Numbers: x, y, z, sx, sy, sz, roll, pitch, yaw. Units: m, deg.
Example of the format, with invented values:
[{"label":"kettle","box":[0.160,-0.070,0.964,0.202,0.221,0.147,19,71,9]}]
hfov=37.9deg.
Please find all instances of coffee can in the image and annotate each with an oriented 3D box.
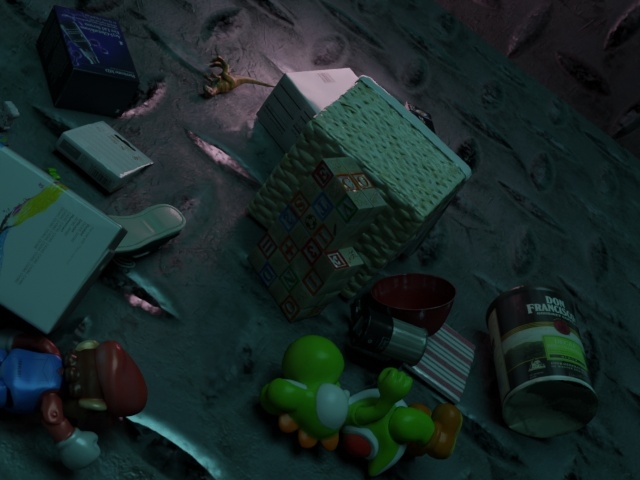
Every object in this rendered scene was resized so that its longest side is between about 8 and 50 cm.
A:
[{"label":"coffee can","box":[0.481,0.263,2.047,0.202,0.201,0.275,24,38,-21]}]

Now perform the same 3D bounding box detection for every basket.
[{"label":"basket","box":[0.080,-0.104,1.989,0.331,0.328,0.266,41,39,2]}]

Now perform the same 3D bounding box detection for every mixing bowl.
[{"label":"mixing bowl","box":[0.196,0.149,1.976,0.182,0.098,0.181,-1,22,0]}]

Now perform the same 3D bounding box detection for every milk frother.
[{"label":"milk frother","box":[0.127,0.181,1.880,0.135,0.129,0.143,22,45,-17]}]

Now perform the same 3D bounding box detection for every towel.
[{"label":"towel","box":[0.258,0.252,2.011,0.144,0.029,0.197,36,38,-4]}]

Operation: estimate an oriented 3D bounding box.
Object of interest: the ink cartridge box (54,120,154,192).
[{"label":"ink cartridge box","box":[-0.429,-0.171,1.859,0.145,0.045,0.179,39,17,0]}]

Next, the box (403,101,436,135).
[{"label":"box","box":[0.206,-0.233,2.346,0.078,0.180,0.147,25,28,-17]}]

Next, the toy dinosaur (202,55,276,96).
[{"label":"toy dinosaur","box":[-0.222,-0.391,2.268,0.212,0.064,0.112,-24,86,-42]}]

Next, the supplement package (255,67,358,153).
[{"label":"supplement package","box":[0.015,-0.299,2.291,0.262,0.145,0.204,-16,63,-50]}]

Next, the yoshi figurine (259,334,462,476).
[{"label":"yoshi figurine","box":[0.069,0.276,1.689,0.362,0.203,0.203,19,24,-22]}]

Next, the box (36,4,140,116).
[{"label":"box","box":[-0.488,-0.374,1.953,0.153,0.108,0.207,5,47,-40]}]

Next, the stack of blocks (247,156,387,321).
[{"label":"stack of blocks","box":[0.000,0.000,1.817,0.087,0.297,0.171,-10,57,-48]}]

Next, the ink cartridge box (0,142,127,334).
[{"label":"ink cartridge box","box":[-0.465,-0.013,1.437,0.270,0.197,0.198,34,-6,-7]}]

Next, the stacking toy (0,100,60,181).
[{"label":"stacking toy","box":[-0.581,-0.160,1.671,0.221,0.052,0.167,54,27,11]}]

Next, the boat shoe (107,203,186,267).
[{"label":"boat shoe","box":[-0.354,-0.004,1.692,0.095,0.079,0.254,45,33,12]}]

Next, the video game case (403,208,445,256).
[{"label":"video game case","box":[0.167,-0.135,2.138,0.269,0.244,0.061,40,39,12]}]

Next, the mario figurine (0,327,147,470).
[{"label":"mario figurine","box":[-0.417,0.232,1.376,0.321,0.170,0.198,7,82,-23]}]
